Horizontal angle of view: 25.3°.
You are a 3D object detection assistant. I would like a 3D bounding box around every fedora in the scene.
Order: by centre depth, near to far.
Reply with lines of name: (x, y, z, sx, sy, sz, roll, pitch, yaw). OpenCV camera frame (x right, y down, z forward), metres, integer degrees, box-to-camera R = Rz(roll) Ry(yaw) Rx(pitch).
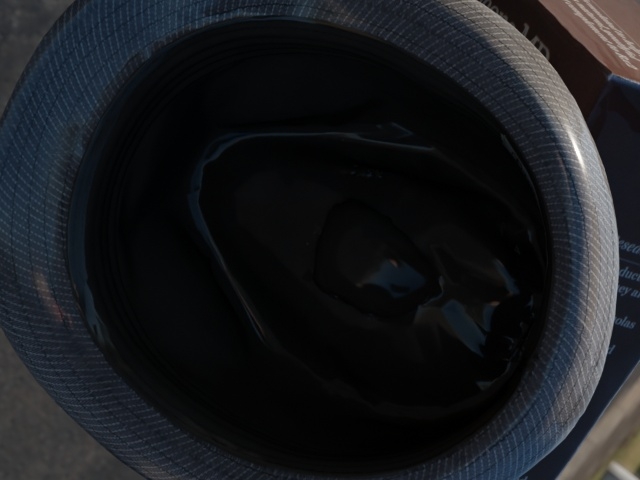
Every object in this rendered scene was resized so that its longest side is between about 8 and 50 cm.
fedora: (0.000, 0.000, 0.641, 0.124, 0.275, 0.243, 12, 98, -75)

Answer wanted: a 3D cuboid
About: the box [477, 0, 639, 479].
box: (0.085, 0.034, 0.859, 0.143, 0.191, 0.381, 17, 116, -29)
